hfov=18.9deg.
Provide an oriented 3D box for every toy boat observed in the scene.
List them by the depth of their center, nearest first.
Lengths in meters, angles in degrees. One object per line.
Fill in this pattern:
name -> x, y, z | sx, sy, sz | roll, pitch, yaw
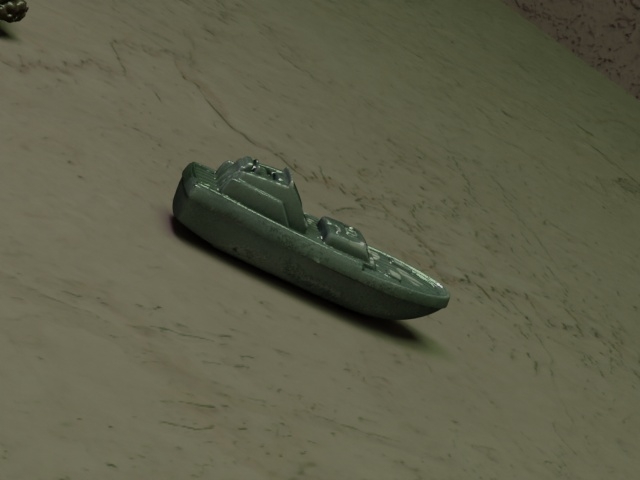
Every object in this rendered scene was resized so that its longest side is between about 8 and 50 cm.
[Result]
toy boat -> 0.000, 0.000, 1.639 | 0.261, 0.085, 0.078 | 26, 17, -18

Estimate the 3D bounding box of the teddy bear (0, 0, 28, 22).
teddy bear -> -0.343, -0.270, 1.770 | 0.190, 0.140, 0.177 | 17, 46, -59
